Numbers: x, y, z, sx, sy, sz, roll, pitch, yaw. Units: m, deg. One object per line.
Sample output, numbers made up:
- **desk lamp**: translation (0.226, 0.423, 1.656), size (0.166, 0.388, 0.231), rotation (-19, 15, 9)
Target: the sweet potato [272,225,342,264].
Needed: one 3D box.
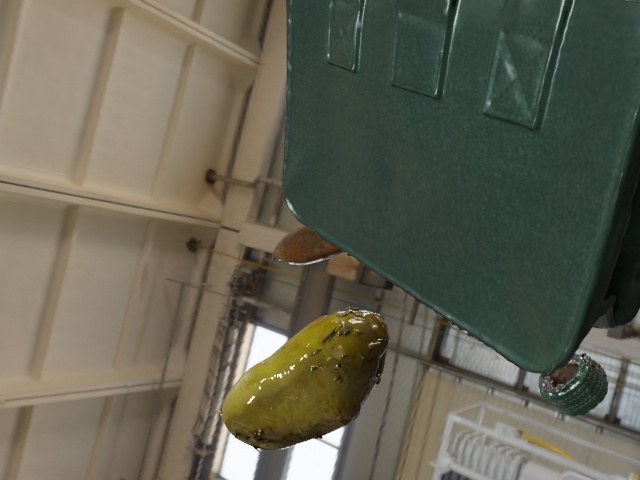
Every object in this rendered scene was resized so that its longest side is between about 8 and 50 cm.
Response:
- **sweet potato**: translation (0.001, 0.000, 0.870), size (0.057, 0.265, 0.057), rotation (8, -105, -33)

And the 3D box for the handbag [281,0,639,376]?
- **handbag**: translation (0.086, -0.080, 0.458), size (0.089, 0.326, 0.238), rotation (-17, -56, -31)

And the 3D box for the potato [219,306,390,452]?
- **potato**: translation (-0.013, 0.221, 0.987), size (0.300, 0.140, 0.173), rotation (-39, -63, 10)

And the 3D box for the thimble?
- **thimble**: translation (0.566, 0.323, 1.429), size (0.090, 0.135, 0.118), rotation (38, -133, -13)
